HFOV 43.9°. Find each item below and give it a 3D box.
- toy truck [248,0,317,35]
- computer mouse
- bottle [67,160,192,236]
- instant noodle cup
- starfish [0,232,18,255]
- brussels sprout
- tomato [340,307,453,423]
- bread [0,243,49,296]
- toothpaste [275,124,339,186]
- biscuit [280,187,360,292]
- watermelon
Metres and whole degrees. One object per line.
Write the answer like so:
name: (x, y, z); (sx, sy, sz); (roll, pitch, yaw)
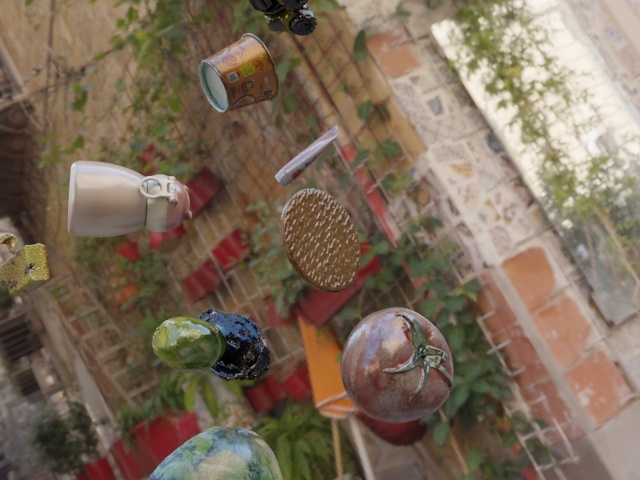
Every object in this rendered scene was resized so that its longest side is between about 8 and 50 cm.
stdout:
toy truck: (-0.110, -0.634, 2.086); (0.166, 0.147, 0.224); (-16, -28, 3)
computer mouse: (-0.196, 0.237, 1.777); (0.146, 0.242, 0.077); (-61, -32, -5)
bottle: (-0.373, -0.077, 1.568); (0.237, 0.147, 0.147); (3, -21, -17)
instant noodle cup: (-0.249, -0.486, 2.364); (0.172, 0.215, 0.216); (-29, -9, -24)
starfish: (-0.915, 0.009, 1.675); (0.432, 0.324, 0.082); (-33, -33, -44)
brussels sprout: (-0.276, 0.218, 1.660); (0.155, 0.117, 0.155); (-2, -10, 0)
tomato: (0.209, 0.340, 2.157); (0.317, 0.316, 0.283); (-18, -10, -46)
bread: (-0.664, 0.075, 1.761); (0.049, 0.088, 0.226); (-7, -12, -40)
toothpaste: (-0.028, -0.206, 1.924); (0.194, 0.043, 0.067); (-40, 24, 18)
biscuit: (0.000, 0.000, 1.874); (0.037, 0.261, 0.262); (-25, -6, 40)
watermelon: (-0.201, 0.517, 1.677); (0.180, 0.223, 0.305); (-32, -44, 28)
